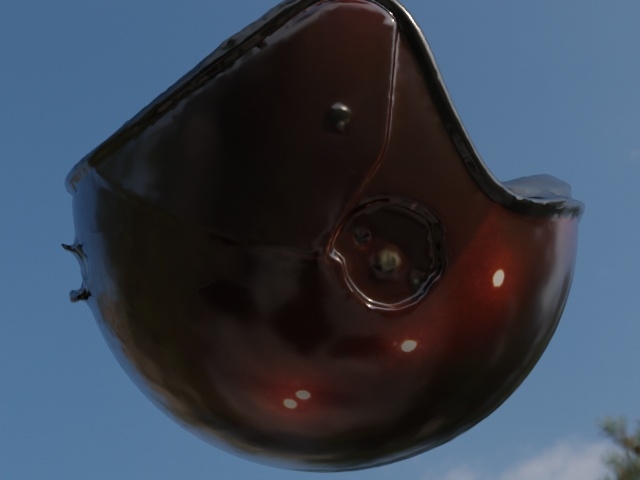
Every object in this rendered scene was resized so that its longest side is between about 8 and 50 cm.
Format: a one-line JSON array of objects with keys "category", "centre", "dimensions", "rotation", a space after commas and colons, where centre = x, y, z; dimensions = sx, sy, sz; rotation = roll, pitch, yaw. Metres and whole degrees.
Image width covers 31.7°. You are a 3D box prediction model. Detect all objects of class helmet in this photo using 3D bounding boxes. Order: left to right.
[{"category": "helmet", "centre": [0.000, 0.000, 0.478], "dimensions": [0.216, 0.193, 0.189], "rotation": [7, -4, -8]}]
